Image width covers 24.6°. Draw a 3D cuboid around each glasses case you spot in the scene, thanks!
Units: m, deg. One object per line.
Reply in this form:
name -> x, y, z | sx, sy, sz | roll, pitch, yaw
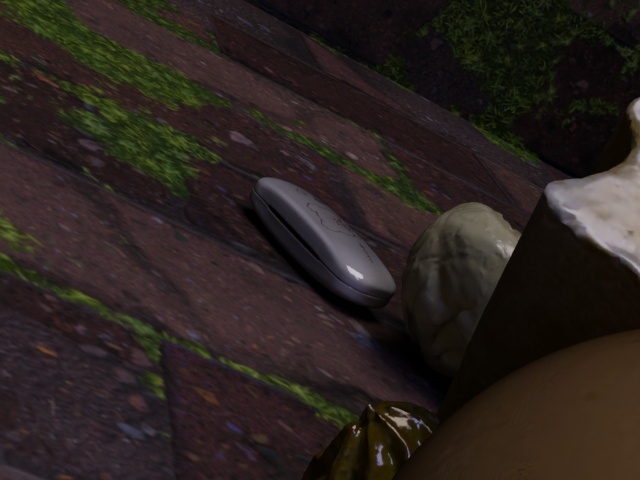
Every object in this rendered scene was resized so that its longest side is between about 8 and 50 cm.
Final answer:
glasses case -> 0.000, 0.000, 1.367 | 0.074, 0.049, 0.193 | 16, 20, -42

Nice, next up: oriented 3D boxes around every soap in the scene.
soap -> 0.229, 0.122, 0.880 | 0.293, 0.335, 0.156 | 40, 53, 18

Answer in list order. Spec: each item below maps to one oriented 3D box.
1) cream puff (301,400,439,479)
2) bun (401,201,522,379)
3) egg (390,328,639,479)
cream puff -> 0.056, 0.155, 0.872 | 0.146, 0.116, 0.146 | 26, 15, -8
bun -> 0.161, 0.074, 1.267 | 0.229, 0.145, 0.229 | 44, 10, -10
egg -> 0.148, 0.187, 0.586 | 0.301, 0.301, 0.374 | 35, 20, 13
